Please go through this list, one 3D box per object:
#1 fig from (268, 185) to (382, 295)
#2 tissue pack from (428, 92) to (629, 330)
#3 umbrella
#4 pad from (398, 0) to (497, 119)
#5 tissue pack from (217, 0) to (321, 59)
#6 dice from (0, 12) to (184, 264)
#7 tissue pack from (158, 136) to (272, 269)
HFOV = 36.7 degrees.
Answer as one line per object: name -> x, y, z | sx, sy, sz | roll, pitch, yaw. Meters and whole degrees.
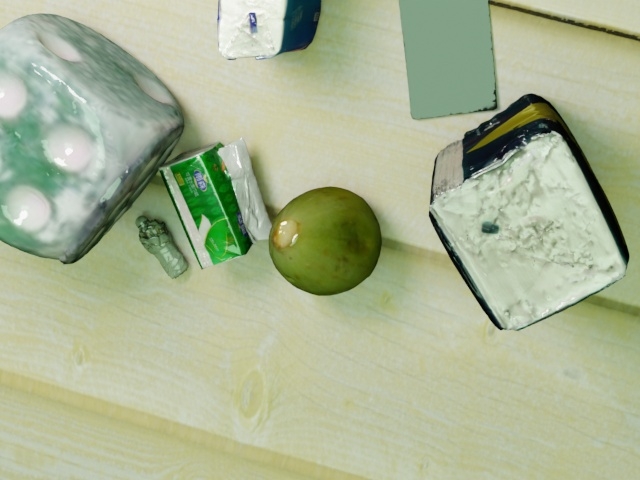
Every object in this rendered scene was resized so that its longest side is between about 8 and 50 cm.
fig -> 0.007, 0.008, 1.763 | 0.207, 0.230, 0.207 | 3, 106, 10
tissue pack -> 0.329, -0.059, 1.584 | 0.253, 0.416, 0.264 | -30, 99, 17
umbrella -> -0.318, 0.010, 1.920 | 0.143, 0.062, 0.067 | 51, 139, -7
pad -> 0.228, -0.357, 1.734 | 0.159, 0.009, 0.265 | -5, 103, 12
tissue pack -> -0.081, -0.414, 1.639 | 0.137, 0.270, 0.209 | 7, 104, 7
dice -> -0.466, -0.183, 1.745 | 0.348, 0.330, 0.328 | 40, 110, 0
tissue pack -> -0.184, -0.077, 1.819 | 0.156, 0.148, 0.209 | -18, 101, 15
